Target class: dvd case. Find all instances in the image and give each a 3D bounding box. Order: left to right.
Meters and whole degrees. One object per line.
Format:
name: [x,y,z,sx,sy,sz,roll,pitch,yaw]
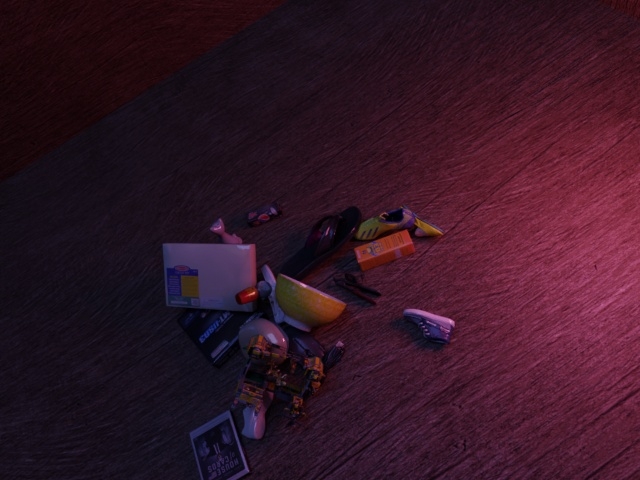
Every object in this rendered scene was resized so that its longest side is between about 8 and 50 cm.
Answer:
dvd case: [-0.367,0.770,1.703,0.179,0.030,0.239,-30,54,0]

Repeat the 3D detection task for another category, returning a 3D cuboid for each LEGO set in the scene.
LEGO set: [-0.151,0.496,1.602,0.255,0.331,0.192,-56,11,21]

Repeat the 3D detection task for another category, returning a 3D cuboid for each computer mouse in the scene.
computer mouse: [-0.058,0.407,1.791,0.272,0.072,0.189,30,74,32]

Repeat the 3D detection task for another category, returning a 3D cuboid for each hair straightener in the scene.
hair straightener: [0.147,0.174,1.887,0.230,0.047,0.089,22,69,34]

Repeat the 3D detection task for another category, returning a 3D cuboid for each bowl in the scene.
bowl: [-0.060,0.253,1.781,0.289,0.289,0.156,22,86,29]

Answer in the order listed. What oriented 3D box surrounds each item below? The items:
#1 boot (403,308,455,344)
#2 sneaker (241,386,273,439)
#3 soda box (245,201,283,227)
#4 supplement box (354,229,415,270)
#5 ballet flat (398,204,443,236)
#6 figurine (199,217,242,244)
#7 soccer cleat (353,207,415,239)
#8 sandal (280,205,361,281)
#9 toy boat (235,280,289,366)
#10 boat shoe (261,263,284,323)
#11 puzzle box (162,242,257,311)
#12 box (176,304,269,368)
boot: [0.383,0.311,1.695,0.189,0.069,0.086,11,61,23]
sneaker: [-0.242,0.617,1.731,0.094,0.080,0.212,-6,56,34]
soda box: [-0.264,-0.120,2.200,0.168,0.053,0.060,-20,55,7]
supplement box: [0.258,0.041,1.903,0.233,0.080,0.078,-22,53,8]
ballet flat: [0.401,-0.062,1.928,0.231,0.077,0.077,41,100,37]
figurine: [-0.466,0.027,2.085,0.092,0.209,0.215,24,70,30]
soccer cleat: [0.246,-0.075,1.924,0.289,0.121,0.094,-15,59,34]
sandal: [0.000,0.002,1.973,0.445,0.107,0.167,-44,35,-9]
toy boat: [-0.215,0.319,1.777,0.148,0.319,0.267,-19,7,-41]
boat shoe: [-0.204,0.221,1.942,0.096,0.098,0.277,-29,56,-1]
puzzle box: [-0.457,0.144,1.927,0.408,0.052,0.273,2,97,17]
box: [-0.413,0.330,1.967,0.295,0.073,0.293,-44,55,-10]
